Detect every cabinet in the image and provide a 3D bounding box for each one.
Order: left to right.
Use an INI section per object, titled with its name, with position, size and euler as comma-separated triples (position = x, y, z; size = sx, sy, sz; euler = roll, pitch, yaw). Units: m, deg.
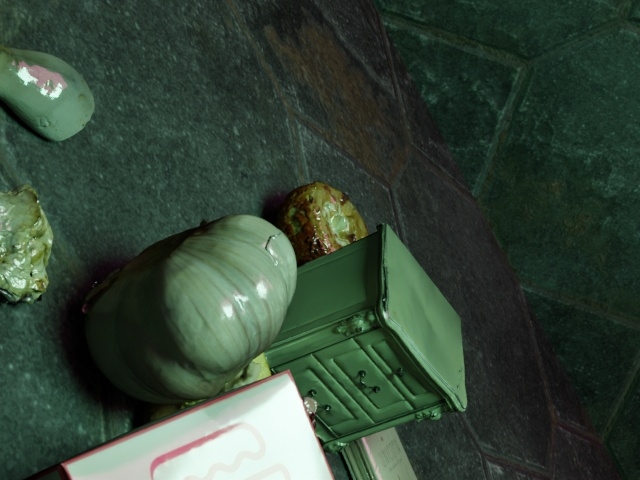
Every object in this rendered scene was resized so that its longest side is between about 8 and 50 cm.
[cabinet]
position = 0.049, 0.189, 1.861
size = 0.290, 0.318, 0.227
euler = 51, 27, -34

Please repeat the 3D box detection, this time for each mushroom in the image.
[mushroom]
position = -0.425, -0.232, 1.525
size = 0.225, 0.093, 0.116
euler = 40, 56, -54

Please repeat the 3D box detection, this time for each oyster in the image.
[oyster]
position = -0.407, -0.007, 1.383
size = 0.191, 0.081, 0.163
euler = 40, 40, -40

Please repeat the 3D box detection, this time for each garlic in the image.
[garlic]
position = -0.172, 0.092, 1.499
size = 0.241, 0.322, 0.322
euler = 52, 28, -38

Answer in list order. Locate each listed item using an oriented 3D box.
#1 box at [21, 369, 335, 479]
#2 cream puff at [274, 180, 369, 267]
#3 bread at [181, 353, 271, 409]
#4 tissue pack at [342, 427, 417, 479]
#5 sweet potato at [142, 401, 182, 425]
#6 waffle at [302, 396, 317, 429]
[box]
position = -0.163, 0.354, 1.171
size = 0.312, 0.314, 0.300
euler = -18, 82, -40
[cream puff]
position = 0.000, -0.001, 2.120
size = 0.240, 0.164, 0.240
euler = 34, 35, -28
[bread]
position = -0.149, 0.224, 1.652
size = 0.134, 0.129, 0.260
euler = 46, 33, -55
[tissue pack]
position = 0.131, 0.476, 2.075
size = 0.170, 0.071, 0.325
euler = -21, 87, -64
[sweet potato]
position = -0.214, 0.347, 1.435
size = 0.109, 0.109, 0.385
euler = 46, 31, -39
[waffle]
position = -0.078, 0.358, 1.649
size = 0.234, 0.055, 0.221
euler = -37, 144, -57
